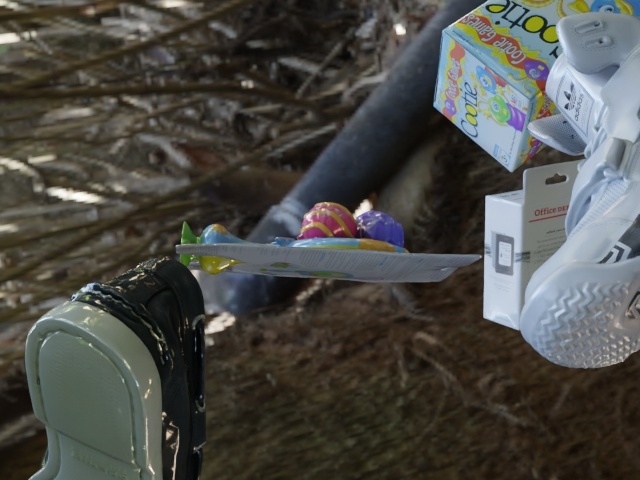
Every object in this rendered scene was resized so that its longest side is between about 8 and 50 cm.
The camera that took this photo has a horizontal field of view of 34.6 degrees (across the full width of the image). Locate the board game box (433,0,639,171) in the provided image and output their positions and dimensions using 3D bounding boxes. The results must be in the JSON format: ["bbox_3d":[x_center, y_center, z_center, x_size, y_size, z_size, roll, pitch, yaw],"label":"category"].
[{"bbox_3d":[0.290,-0.237,1.258,0.142,0.275,0.144,45,159,25],"label":"board game box"}]

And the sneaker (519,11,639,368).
[{"bbox_3d":[0.228,-0.055,0.805,0.210,0.366,0.137,38,144,28],"label":"sneaker"}]

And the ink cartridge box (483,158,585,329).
[{"bbox_3d":[0.240,-0.001,1.146,0.060,0.104,0.180,19,114,53],"label":"ink cartridge box"}]

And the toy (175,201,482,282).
[{"bbox_3d":[0.000,0.000,0.854,0.137,0.237,0.056,127,141,-78],"label":"toy"}]

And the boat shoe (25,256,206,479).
[{"bbox_3d":[-0.136,0.141,0.731,0.127,0.113,0.340,22,135,17],"label":"boat shoe"}]
